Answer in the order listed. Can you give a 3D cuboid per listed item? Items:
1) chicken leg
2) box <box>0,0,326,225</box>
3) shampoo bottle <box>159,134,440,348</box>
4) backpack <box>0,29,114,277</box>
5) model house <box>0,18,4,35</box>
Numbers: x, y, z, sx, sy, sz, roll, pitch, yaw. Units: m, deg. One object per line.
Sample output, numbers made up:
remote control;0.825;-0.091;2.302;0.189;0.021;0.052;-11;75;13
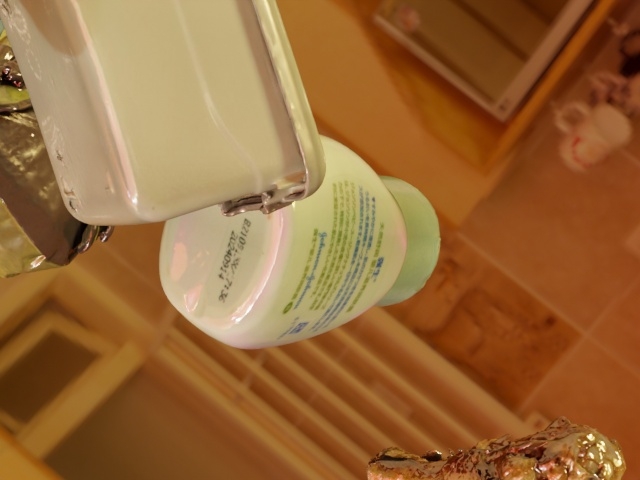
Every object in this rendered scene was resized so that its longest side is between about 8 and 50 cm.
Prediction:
chicken leg;0.129;0.182;1.015;0.196;0.080;0.125;-13;13;10
box;-0.081;-0.084;0.613;0.093;0.172;0.124;-22;8;-26
shampoo bottle;0.000;0.000;1.391;0.349;0.151;0.222;0;-69;-56
backpack;-0.249;-0.103;1.234;0.140;0.207;0.253;-7;37;36
model house;-0.410;-0.208;0.900;0.339;0.360;0.297;-63;-2;-26
